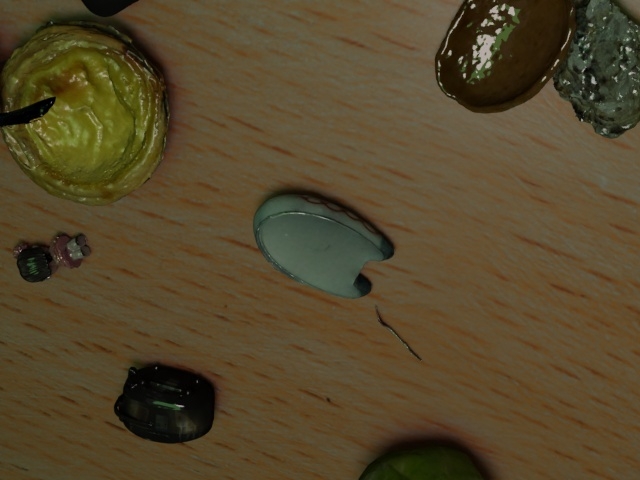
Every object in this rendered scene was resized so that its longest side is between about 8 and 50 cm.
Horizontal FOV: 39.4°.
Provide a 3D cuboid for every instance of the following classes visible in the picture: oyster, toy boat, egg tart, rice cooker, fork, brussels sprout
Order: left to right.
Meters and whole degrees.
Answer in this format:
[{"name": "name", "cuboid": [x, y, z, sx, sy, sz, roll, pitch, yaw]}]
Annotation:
[{"name": "egg tart", "cuboid": [-0.340, -0.187, 1.310, 0.278, 0.095, 0.279, 4, 110, 11]}, {"name": "rice cooker", "cuboid": [-0.254, 0.269, 1.475, 0.165, 0.112, 0.107, 16, 112, 6]}, {"name": "toy boat", "cuboid": [0.000, 0.000, 1.312, 0.207, 0.079, 0.134, 23, 126, -7]}, {"name": "fork", "cuboid": [0.116, 0.144, 1.365, 0.012, 0.016, 0.115, -37, 101, 18]}, {"name": "brussels sprout", "cuboid": [0.162, 0.430, 1.369, 0.244, 0.244, 0.244, 6, 115, 14]}, {"name": "oyster", "cuboid": [0.348, -0.216, 1.110, 0.125, 0.064, 0.177, -33, 100, 21]}]

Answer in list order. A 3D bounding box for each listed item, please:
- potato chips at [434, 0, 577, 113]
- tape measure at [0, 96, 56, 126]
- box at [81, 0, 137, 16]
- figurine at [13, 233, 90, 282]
[{"name": "potato chips", "cuboid": [0.237, -0.252, 1.128, 0.150, 0.049, 0.202, 38, 123, 15]}, {"name": "tape measure", "cuboid": [-0.509, -0.233, 1.263, 0.351, 0.097, 0.215, -13, 94, 43]}, {"name": "box", "cuboid": [-0.260, -0.477, 1.164, 0.288, 0.073, 0.290, -24, 105, 25]}, {"name": "figurine", "cuboid": [-0.440, 0.024, 1.453, 0.129, 0.054, 0.072, -19, 103, 21]}]
